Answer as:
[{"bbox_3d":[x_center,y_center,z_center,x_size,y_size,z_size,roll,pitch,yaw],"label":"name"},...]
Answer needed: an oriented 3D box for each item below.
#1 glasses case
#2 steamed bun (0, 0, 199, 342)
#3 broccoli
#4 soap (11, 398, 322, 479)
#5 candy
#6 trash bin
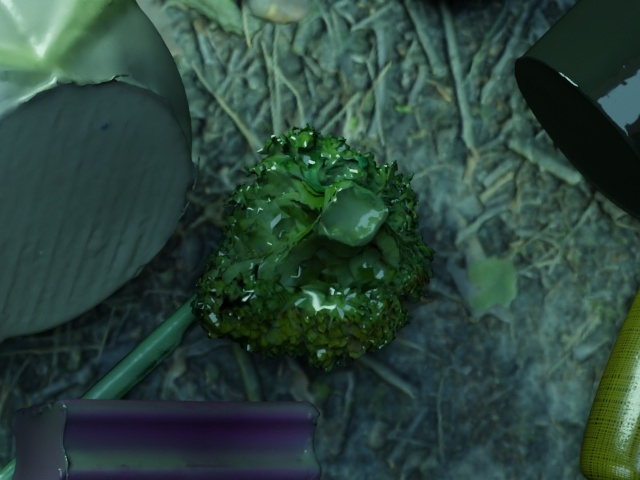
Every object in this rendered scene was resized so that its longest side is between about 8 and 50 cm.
[{"bbox_3d":[0.268,0.089,1.370,0.064,0.079,0.234,36,71,-37],"label":"glasses case"},{"bbox_3d":[-0.261,-0.094,1.292,0.309,0.309,0.309,1,76,-3],"label":"steamed bun"},{"bbox_3d":[0.000,0.000,1.321,0.220,0.194,0.194,-35,81,-16],"label":"broccoli"},{"bbox_3d":[-0.113,0.151,1.277,0.203,0.122,0.065,4,80,-27],"label":"soap"},{"bbox_3d":[-0.230,0.173,1.322,0.119,0.119,0.440,44,71,7],"label":"candy"},{"bbox_3d":[0.330,-0.185,1.375,0.334,0.214,0.214,-39,82,-8],"label":"trash bin"}]
